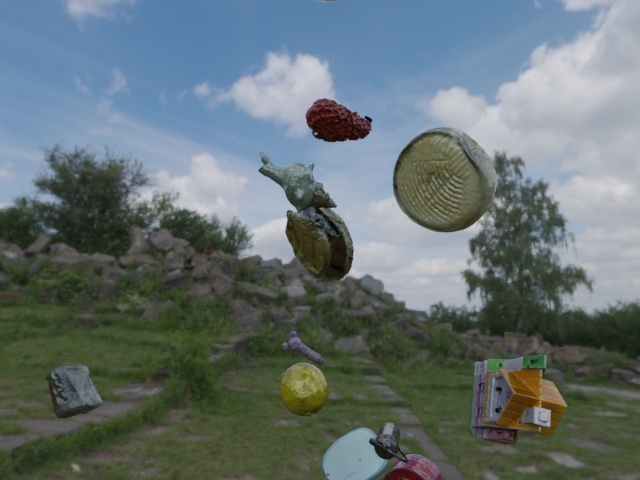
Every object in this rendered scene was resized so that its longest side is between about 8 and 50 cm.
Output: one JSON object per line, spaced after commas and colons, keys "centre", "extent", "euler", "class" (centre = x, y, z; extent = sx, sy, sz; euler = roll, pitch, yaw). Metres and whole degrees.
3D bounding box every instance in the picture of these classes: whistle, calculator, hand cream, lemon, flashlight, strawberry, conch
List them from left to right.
{"centre": [-0.205, -0.302, 1.806], "extent": [0.035, 0.100, 0.035], "euler": [-29, -23, -13], "class": "whistle"}
{"centre": [-0.052, -0.164, 1.378], "extent": [0.234, 0.137, 0.114], "euler": [45, 2, -14], "class": "conch"}
{"centre": [-0.059, 0.519, 1.662], "extent": [0.174, 0.173, 0.206], "euler": [2, 18, -15], "class": "lemon"}
{"centre": [-0.041, 0.275, 1.182], "extent": [0.110, 0.052, 0.031], "euler": [35, -17, -7], "class": "flashlight"}
{"centre": [0.048, -0.318, 1.300], "extent": [0.188, 0.082, 0.121], "euler": [17, -19, -3], "class": "strawberry"}
{"centre": [0.143, 0.789, 1.730], "extent": [0.295, 0.184, 0.042], "euler": [-21, -38, -24], "class": "calculator"}
{"centre": [0.369, 0.980, 1.877], "extent": [0.230, 0.230, 0.149], "euler": [-6, 0, 30], "class": "hand cream"}

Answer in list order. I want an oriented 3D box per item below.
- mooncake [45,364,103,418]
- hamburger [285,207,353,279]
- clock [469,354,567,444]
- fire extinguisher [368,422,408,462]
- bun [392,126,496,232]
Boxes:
{"centre": [-0.615, 0.371, 1.167], "extent": [0.073, 0.125, 0.130], "euler": [-30, -16, -5], "class": "mooncake"}
{"centre": [0.000, -0.002, 1.586], "extent": [0.134, 0.285, 0.265], "euler": [-24, -34, -21], "class": "hamburger"}
{"centre": [0.572, 0.462, 1.369], "extent": [0.166, 0.235, 0.309], "euler": [14, -23, -2], "class": "clock"}
{"centre": [0.132, 0.381, 0.885], "extent": [0.078, 0.045, 0.157], "euler": [29, -5, 15], "class": "fire extinguisher"}
{"centre": [0.442, -0.211, 1.646], "extent": [0.364, 0.364, 0.202], "euler": [-10, 3, 45], "class": "bun"}
